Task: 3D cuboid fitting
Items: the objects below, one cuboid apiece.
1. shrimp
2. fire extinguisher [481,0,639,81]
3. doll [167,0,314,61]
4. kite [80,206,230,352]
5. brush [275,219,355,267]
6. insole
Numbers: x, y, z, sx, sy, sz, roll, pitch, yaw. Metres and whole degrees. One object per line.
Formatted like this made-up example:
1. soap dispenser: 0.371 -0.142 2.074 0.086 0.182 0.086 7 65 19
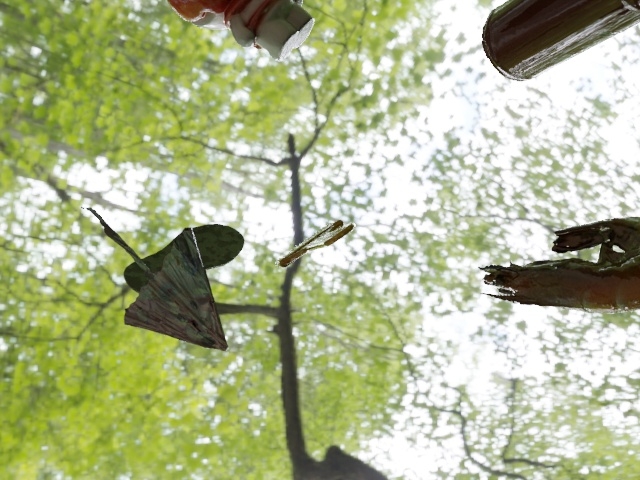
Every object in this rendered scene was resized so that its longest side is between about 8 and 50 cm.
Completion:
1. shrimp: 0.307 0.030 0.894 0.249 0.068 0.150 -8 -144 31
2. fire extinguisher: 0.328 -0.266 0.818 0.337 0.147 0.106 -16 -124 67
3. doll: -0.143 -0.360 1.019 0.290 0.161 0.130 39 -32 4
4. kite: -0.123 0.029 0.560 0.156 0.011 0.139 47 -50 1
5. brush: 0.000 0.000 0.932 0.103 0.272 0.013 -36 -87 -10
6. insole: -0.154 0.019 0.880 0.065 0.193 0.006 40 -55 11
